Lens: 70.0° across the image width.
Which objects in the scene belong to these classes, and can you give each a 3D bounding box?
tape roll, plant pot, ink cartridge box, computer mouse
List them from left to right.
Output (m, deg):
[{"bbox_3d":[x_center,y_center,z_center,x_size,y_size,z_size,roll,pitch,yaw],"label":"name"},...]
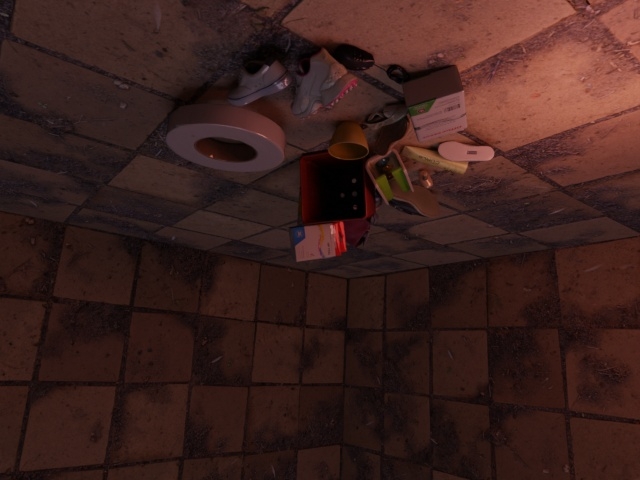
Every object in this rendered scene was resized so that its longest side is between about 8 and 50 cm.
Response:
[{"bbox_3d":[-0.308,-0.326,1.502,0.391,0.072,0.392,5,168,1],"label":"tape roll"},{"bbox_3d":[0.000,0.000,1.800,0.230,0.134,0.078,-8,-174,-16],"label":"ink cartridge box"},{"bbox_3d":[0.092,-0.199,1.805,0.267,0.268,0.235,-4,177,26],"label":"plant pot"},{"bbox_3d":[0.095,-0.340,1.521,0.134,0.095,0.134,3,166,1],"label":"plant pot"},{"bbox_3d":[0.139,-0.448,1.199,0.241,0.041,0.071,10,164,-27],"label":"computer mouse"},{"bbox_3d":[0.327,-0.378,1.293,0.152,0.087,0.208,-14,161,16],"label":"ink cartridge box"}]

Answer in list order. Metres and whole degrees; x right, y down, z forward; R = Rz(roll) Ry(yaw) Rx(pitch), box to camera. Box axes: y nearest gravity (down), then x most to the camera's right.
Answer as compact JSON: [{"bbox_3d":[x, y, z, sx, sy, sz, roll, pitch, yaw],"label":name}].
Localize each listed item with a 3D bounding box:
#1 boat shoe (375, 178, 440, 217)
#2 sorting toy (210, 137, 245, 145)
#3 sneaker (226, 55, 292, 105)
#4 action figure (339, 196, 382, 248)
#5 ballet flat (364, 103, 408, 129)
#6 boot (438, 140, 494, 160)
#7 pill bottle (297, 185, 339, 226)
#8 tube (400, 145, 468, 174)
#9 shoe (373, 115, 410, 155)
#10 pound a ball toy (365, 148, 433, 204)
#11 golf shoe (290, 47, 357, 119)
[{"bbox_3d":[0.385,-0.178,2.037,0.339,0.127,0.113,14,163,-31],"label":"boat shoe"},{"bbox_3d":[-0.308,-0.363,1.615,0.274,0.046,0.132,15,162,-36],"label":"sorting toy"},{"bbox_3d":[-0.182,-0.440,1.244,0.258,0.094,0.091,-2,134,45],"label":"sneaker"},{"bbox_3d":[0.078,-0.118,2.215,0.370,0.248,0.276,25,133,9],"label":"action figure"},{"bbox_3d":[0.199,-0.385,1.412,0.052,0.057,0.168,24,156,-32],"label":"ballet flat"},{"bbox_3d":[0.514,-0.309,1.625,0.189,0.069,0.086,11,-173,13],"label":"boot"},{"bbox_3d":[-0.007,-0.096,2.018,0.187,0.334,0.188,3,166,1],"label":"pill bottle"},{"bbox_3d":[0.416,-0.300,1.676,0.240,0.062,0.070,16,129,1],"label":"tube"},{"bbox_3d":[0.238,-0.359,1.518,0.076,0.058,0.219,36,156,-4],"label":"shoe"},{"bbox_3d":[0.302,-0.260,1.748,0.208,0.136,0.319,-27,163,12],"label":"pound a ball toy"},{"bbox_3d":[-0.019,-0.425,1.244,0.140,0.115,0.306,48,160,-19],"label":"golf shoe"}]
